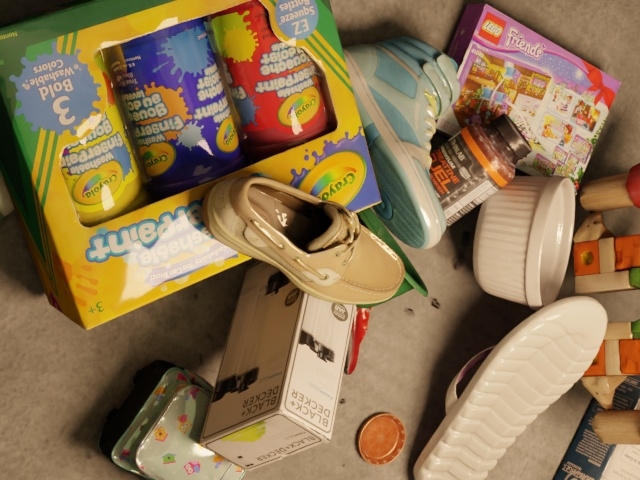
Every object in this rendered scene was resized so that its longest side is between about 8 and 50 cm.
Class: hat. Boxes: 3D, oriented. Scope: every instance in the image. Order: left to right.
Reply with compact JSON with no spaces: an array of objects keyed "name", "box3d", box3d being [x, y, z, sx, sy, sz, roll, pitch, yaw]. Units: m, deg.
[{"name":"hat","box3d":[0.038,0.068,1.621,0.183,0.173,0.208,-37,83,9]}]

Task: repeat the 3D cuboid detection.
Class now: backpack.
[{"name":"backpack","box3d":[-0.181,0.273,1.532,0.188,0.144,0.166,40,75,-29]}]

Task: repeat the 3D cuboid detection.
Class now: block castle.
[{"name":"block castle","box3d":[0.580,0.102,1.751,0.303,0.213,0.453,4,81,-35]}]

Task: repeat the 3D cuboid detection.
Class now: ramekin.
[{"name":"ramekin","box3d":[0.308,-0.002,1.700,0.207,0.109,0.207,-37,132,-56]}]

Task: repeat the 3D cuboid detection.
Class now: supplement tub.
[{"name":"supplement tub","box3d":[0.210,-0.101,1.639,0.198,0.106,0.106,-37,116,14]}]

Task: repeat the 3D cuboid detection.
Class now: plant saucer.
[{"name":"plant saucer","box3d":[0.094,0.309,1.745,0.083,0.013,0.083,-5,102,-26]}]

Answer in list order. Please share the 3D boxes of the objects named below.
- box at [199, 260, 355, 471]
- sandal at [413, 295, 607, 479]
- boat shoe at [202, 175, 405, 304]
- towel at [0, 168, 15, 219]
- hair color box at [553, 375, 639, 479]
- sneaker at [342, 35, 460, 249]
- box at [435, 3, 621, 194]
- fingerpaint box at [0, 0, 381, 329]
[{"name":"box","box3d":[-0.047,0.143,1.484,0.087,0.169,0.290,36,48,-27]},{"name":"sandal","box3d":[0.268,0.227,1.731,0.169,0.102,0.416,24,112,-36]},{"name":"boat shoe","box3d":[0.000,0.000,1.401,0.302,0.098,0.109,27,64,-30]},{"name":"towel","box3d":[-0.393,-0.111,1.428,0.152,0.023,0.113,-44,117,-16]},{"name":"hair color box","box3d":[0.513,0.395,1.916,0.174,0.105,0.347,30,85,-27]},{"name":"sneaker","box3d":[0.140,-0.156,1.572,0.208,0.127,0.319,-22,79,-26]},{"name":"box","box3d":[0.313,-0.213,1.737,0.293,0.057,0.201,23,90,-28]},{"name":"fingerpaint box","box3d":[-0.179,-0.149,1.434,0.445,0.163,0.371,-23,109,-24]}]
